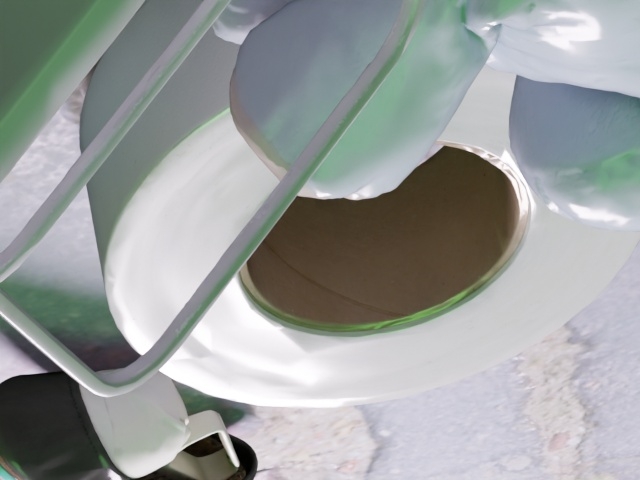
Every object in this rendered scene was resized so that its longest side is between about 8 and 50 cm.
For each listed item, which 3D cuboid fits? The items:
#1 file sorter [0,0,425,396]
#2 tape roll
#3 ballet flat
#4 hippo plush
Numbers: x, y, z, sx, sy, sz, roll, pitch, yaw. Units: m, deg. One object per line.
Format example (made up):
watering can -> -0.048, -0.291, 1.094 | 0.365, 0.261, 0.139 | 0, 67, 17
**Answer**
file sorter -> -0.134, -0.108, 0.614 | 0.193, 0.277, 0.173 | -53, 156, -10
tape roll -> 0.023, -0.035, 0.978 | 0.286, 0.100, 0.286 | -9, 142, -7
ballet flat -> -0.120, 0.128, 1.259 | 0.096, 0.095, 0.280 | -30, 157, 11
hippo plush -> 0.120, -0.125, 0.758 | 0.236, 0.234, 0.294 | 20, 145, -38
